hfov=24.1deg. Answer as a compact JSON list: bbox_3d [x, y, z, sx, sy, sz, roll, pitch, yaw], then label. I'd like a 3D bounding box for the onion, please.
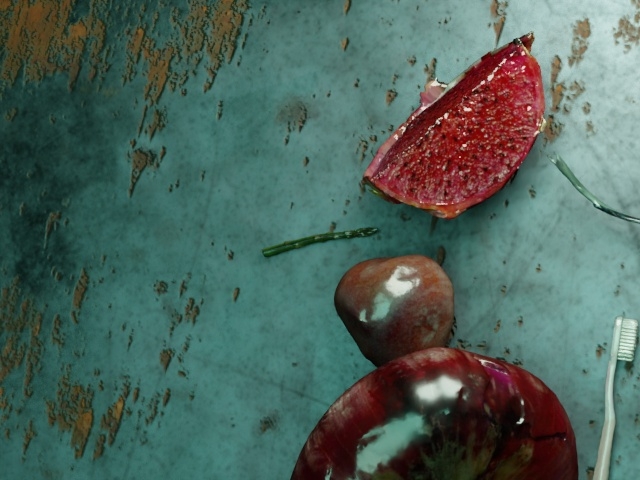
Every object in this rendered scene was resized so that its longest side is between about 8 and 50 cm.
[{"bbox_3d":[0.120,0.266,1.752,0.347,0.347,0.285,-50,28,9],"label":"onion"}]

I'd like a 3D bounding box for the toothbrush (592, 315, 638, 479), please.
[{"bbox_3d":[0.346,0.243,1.791,0.029,0.025,0.307,8,87,12],"label":"toothbrush"}]

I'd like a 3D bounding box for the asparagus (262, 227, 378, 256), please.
[{"bbox_3d":[0.000,0.000,1.946,0.163,0.016,0.016,-11,55,18],"label":"asparagus"}]

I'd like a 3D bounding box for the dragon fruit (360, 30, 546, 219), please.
[{"bbox_3d":[0.178,-0.131,1.848,0.274,0.161,0.126,-43,106,-1],"label":"dragon fruit"}]

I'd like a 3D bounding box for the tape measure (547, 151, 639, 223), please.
[{"bbox_3d":[0.440,-0.082,1.756,0.330,0.084,0.164,19,89,19],"label":"tape measure"}]

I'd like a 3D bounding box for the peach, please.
[{"bbox_3d":[0.083,0.086,1.839,0.152,0.152,0.152,-2,84,20],"label":"peach"}]
